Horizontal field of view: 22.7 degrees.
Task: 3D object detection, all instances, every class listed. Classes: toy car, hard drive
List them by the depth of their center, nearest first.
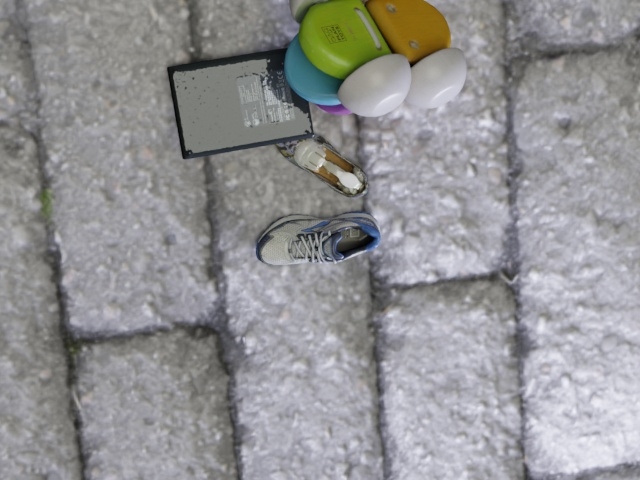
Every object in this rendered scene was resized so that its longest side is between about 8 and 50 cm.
[{"bbox_3d":[0.040,-0.183,1.571,0.182,0.159,0.136,-13,157,-43],"label":"toy car"},{"bbox_3d":[-0.081,-0.139,1.605,0.135,0.022,0.094,-10,96,-11],"label":"hard drive"}]

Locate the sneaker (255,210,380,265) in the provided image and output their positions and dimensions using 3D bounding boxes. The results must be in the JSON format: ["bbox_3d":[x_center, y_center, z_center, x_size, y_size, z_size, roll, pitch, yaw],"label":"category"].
[{"bbox_3d":[0.000,0.000,1.658,0.135,0.058,0.052,-13,109,-9],"label":"sneaker"}]

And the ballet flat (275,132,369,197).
[{"bbox_3d":[0.005,-0.080,1.645,0.114,0.041,0.041,32,97,-20],"label":"ballet flat"}]
